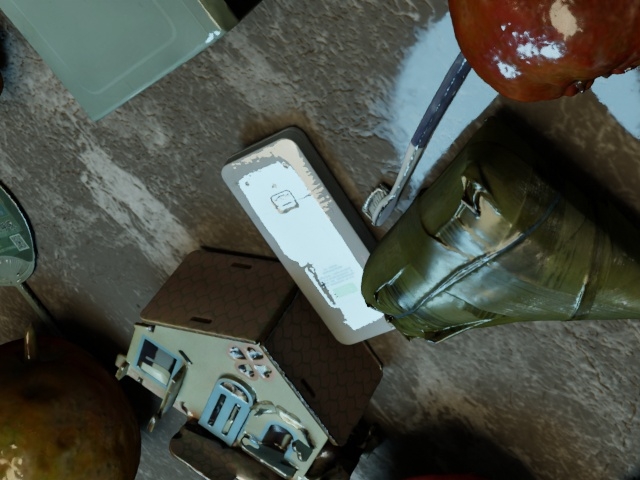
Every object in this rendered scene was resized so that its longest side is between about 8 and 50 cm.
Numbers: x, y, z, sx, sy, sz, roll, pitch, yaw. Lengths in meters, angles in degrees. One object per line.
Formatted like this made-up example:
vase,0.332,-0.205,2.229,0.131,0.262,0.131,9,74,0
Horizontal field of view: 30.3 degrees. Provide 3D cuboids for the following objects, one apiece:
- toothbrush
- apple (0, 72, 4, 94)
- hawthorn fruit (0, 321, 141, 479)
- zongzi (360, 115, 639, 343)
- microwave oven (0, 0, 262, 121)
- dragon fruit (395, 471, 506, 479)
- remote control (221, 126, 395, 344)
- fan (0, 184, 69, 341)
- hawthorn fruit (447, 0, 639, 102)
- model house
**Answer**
toothbrush,0.099,-0.107,1.108,0.026,0.024,0.288,44,141,13
apple,-0.440,-0.180,1.314,0.158,0.156,0.147,28,155,-7
hawthorn fruit,-0.379,0.244,1.583,0.277,0.277,0.298,16,116,22
zongzi,0.193,0.049,1.113,0.274,0.125,0.251,34,138,-6
microwave oven,-0.185,-0.295,1.011,0.237,0.181,0.295,-23,112,46
dragon fruit,0.115,0.418,1.344,0.305,0.226,0.305,-3,145,-2
remote control,0.000,0.000,1.250,0.103,0.034,0.250,-23,112,31
fan,-0.430,0.000,1.575,0.294,0.012,0.223,37,138,0
hawthorn fruit,0.170,-0.206,0.859,0.185,0.185,0.202,-16,102,42
model house,-0.066,0.155,1.350,0.326,0.169,0.244,34,137,5
